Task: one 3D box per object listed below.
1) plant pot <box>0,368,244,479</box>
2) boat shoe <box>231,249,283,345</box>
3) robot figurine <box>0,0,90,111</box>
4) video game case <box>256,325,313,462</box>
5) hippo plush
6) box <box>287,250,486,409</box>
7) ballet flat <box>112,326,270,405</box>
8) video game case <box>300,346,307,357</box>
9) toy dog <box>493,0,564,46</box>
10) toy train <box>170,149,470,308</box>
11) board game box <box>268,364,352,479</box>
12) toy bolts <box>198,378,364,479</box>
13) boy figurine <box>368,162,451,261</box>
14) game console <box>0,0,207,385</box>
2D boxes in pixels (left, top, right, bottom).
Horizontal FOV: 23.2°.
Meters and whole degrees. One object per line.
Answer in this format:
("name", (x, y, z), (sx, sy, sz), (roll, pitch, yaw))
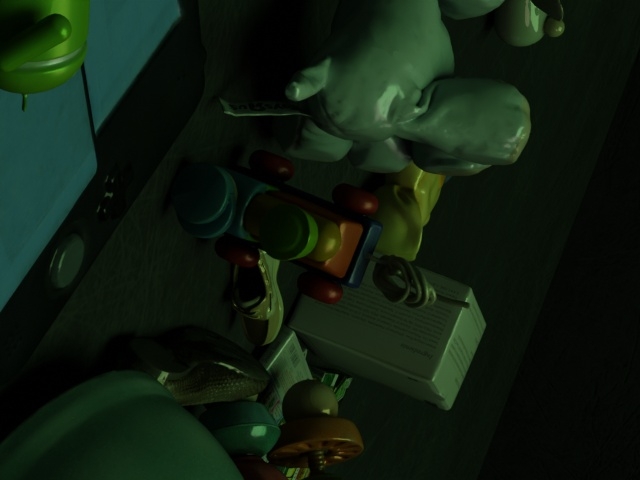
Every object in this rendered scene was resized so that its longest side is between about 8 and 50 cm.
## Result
("plant pot", (-0.148, 0.275, 1.206), (0.293, 0.196, 0.293), (-44, 154, -28))
("boat shoe", (-0.067, 0.050, 1.519), (0.045, 0.050, 0.135), (-43, 141, -47))
("robot figurine", (-0.153, -0.127, 0.806), (0.101, 0.067, 0.115), (-100, -165, -53))
("video game case", (-0.060, 0.186, 1.712), (0.143, 0.019, 0.157), (-54, 155, -20))
("hippo plush", (0.051, -0.196, 1.392), (0.294, 0.234, 0.236), (12, 81, -31))
("box", (0.081, 0.097, 1.788), (0.119, 0.182, 0.181), (-66, 163, -11))
("ballet flat", (-0.119, 0.123, 1.404), (0.058, 0.084, 0.250), (-58, 162, 10))
("video game case", (-0.053, 0.183, 1.782), (0.122, 0.011, 0.087), (-41, 148, -55))
("toy dog", (0.311, -0.379, 1.920), (0.220, 0.161, 0.333), (-61, 162, -20))
("toy train", (0.000, 0.000, 1.319), (0.105, 0.248, 0.143), (-68, 158, 3))
("board game box", (-0.037, 0.280, 1.927), (0.259, 0.030, 0.136), (-67, 161, 0))
("toy bolts", (-0.081, 0.217, 1.587), (0.228, 0.218, 0.158), (44, 34, -63))
("boy figurine", (0.125, -0.079, 1.862), (0.285, 0.092, 0.177), (-52, 160, -48))
("game console", (-0.167, -0.120, 0.978), (0.342, 0.060, 0.386), (-55, 160, -33))
